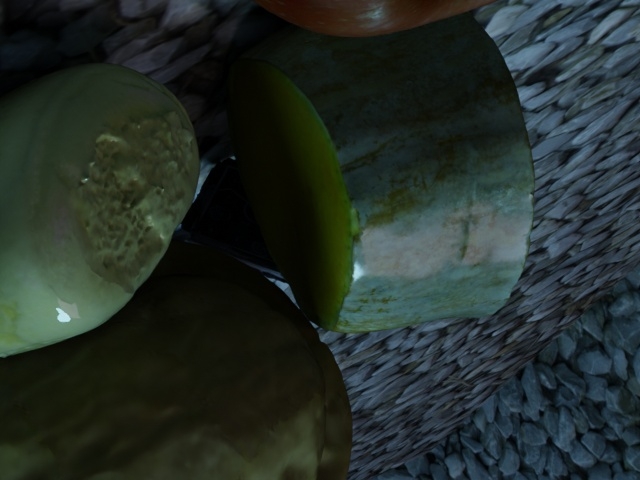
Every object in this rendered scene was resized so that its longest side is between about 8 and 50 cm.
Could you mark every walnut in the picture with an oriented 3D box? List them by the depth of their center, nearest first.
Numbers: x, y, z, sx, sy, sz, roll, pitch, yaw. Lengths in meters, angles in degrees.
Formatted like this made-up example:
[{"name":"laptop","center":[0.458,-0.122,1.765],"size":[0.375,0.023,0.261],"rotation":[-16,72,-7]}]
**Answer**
[{"name":"walnut","center":[-0.172,0.181,1.607],"size":[0.383,0.383,0.383],"rotation":[-29,164,-9]}]

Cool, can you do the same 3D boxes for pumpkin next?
[{"name":"pumpkin","center":[0.036,-0.073,1.682],"size":[0.199,0.332,0.332],"rotation":[-10,157,-20]}]

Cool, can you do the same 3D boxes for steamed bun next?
[{"name":"steamed bun","center":[-0.240,-0.030,1.448],"size":[0.232,0.166,0.273],"rotation":[-9,-143,36]}]

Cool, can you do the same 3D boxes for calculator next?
[{"name":"calculator","center":[0.000,-0.001,1.845],"size":[0.166,0.274,0.028],"rotation":[-67,175,-57]}]

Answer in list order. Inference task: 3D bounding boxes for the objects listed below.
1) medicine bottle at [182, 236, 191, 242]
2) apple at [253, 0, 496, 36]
[{"name":"medicine bottle","center":[-0.201,0.074,2.026],"size":[0.186,0.103,0.103],"rotation":[-27,164,-14]},{"name":"apple","center":[0.048,-0.289,1.075],"size":[0.348,0.277,0.348],"rotation":[-29,163,-9]}]
